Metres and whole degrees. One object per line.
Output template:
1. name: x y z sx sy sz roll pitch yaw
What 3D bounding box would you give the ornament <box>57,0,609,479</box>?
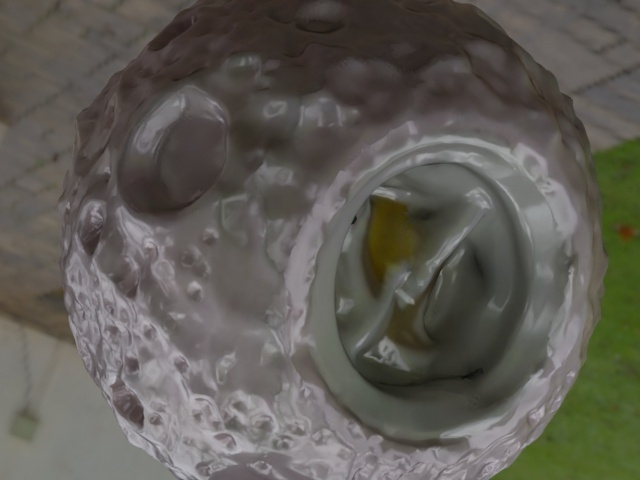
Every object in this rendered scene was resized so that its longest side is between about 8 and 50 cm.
1. ornament: 0.000 0.000 0.744 0.259 0.259 0.225 28 175 -29
